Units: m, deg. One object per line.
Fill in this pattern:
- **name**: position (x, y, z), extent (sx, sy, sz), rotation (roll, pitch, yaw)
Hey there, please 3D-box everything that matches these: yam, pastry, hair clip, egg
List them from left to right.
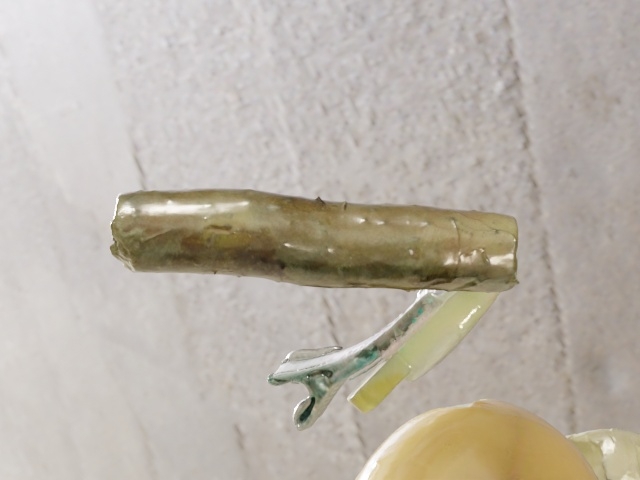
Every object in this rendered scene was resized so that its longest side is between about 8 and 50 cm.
- **yam**: position (0.000, 0.000, 1.184), extent (0.067, 0.317, 0.071), rotation (118, 154, -75)
- **hair clip**: position (0.058, 0.089, 1.298), extent (0.218, 0.159, 0.071), rotation (-34, 96, 21)
- **egg**: position (0.106, 0.234, 1.077), extent (0.244, 0.201, 0.201), rotation (-85, -5, -51)
- **pastry**: position (0.336, 0.286, 1.833), extent (0.166, 0.166, 0.088), rotation (114, 162, -54)
